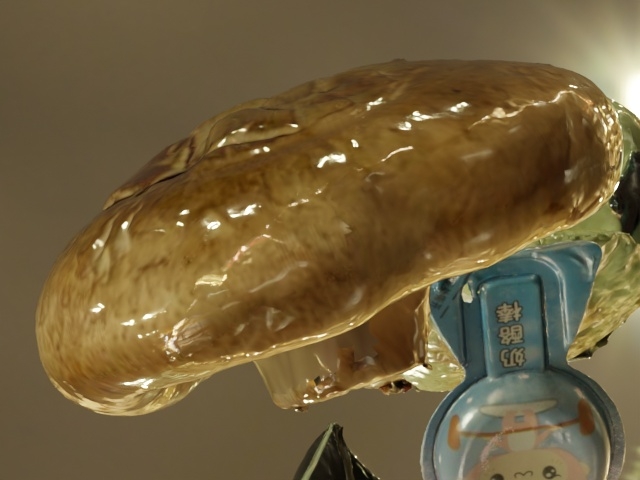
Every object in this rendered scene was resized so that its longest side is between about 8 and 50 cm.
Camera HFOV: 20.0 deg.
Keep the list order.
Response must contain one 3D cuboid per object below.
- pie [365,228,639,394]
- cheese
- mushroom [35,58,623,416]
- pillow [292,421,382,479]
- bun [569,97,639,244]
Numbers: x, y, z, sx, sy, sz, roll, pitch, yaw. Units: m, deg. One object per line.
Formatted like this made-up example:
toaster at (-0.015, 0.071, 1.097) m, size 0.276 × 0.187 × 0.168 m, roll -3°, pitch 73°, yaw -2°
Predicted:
pie at (0.149, 0.053, 1.482) m, size 0.274 × 0.257 × 0.105 m, roll 93°, pitch 169°, yaw -73°
cheese at (0.128, 0.110, 1.169) m, size 0.135 × 0.052 × 0.244 m, roll -9°, pitch -60°, yaw -1°
mushroom at (0.000, 0.000, 0.823) m, size 0.278 × 0.278 × 0.146 m, roll -20°, pitch -92°, yaw -44°
pillow at (0.014, 0.175, 1.090) m, size 0.150 × 0.048 × 0.090 m, roll 46°, pitch -127°, yaw -53°
bun at (0.196, -0.012, 1.788) m, size 0.187 × 0.293 × 0.293 m, roll 76°, pitch -144°, yaw -69°
